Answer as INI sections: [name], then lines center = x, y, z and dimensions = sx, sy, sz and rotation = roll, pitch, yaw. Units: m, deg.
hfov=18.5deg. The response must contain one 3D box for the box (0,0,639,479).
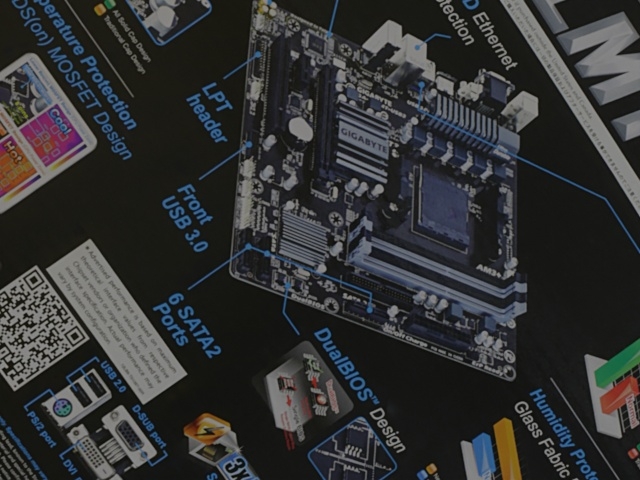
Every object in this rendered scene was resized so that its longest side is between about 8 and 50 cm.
[box]
center = 0.000, 0.000, 0.594
dimensions = 0.293, 0.295, 0.073
rotation = -36, -168, -3
